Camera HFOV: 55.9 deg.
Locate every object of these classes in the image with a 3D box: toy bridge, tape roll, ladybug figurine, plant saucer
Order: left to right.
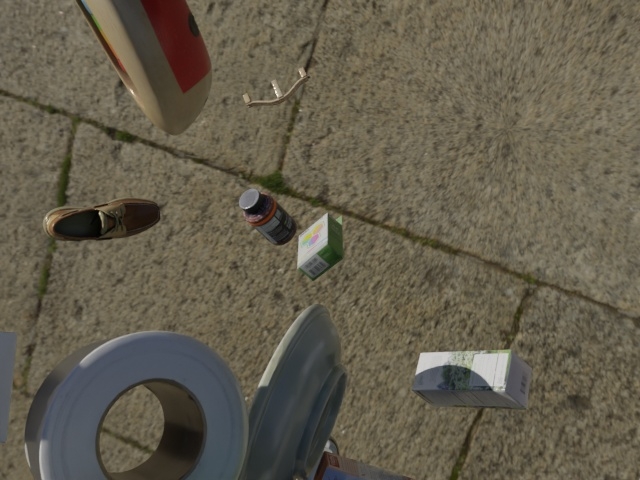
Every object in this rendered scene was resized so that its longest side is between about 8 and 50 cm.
[{"bbox_3d":[-0.234,0.241,0.766,0.169,0.246,0.246,-21,94,57],"label":"tape roll"},{"bbox_3d":[-0.334,-0.412,1.112,0.162,0.305,0.449,-33,129,-12],"label":"ladybug figurine"},{"bbox_3d":[-0.113,-0.403,1.629,0.188,0.026,0.063,-23,69,4],"label":"toy bridge"},{"bbox_3d":[-0.032,0.320,1.118,0.100,0.400,0.401,19,105,14],"label":"plant saucer"}]

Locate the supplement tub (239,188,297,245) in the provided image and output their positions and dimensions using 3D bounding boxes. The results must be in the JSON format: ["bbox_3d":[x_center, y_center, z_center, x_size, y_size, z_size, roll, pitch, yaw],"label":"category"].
[{"bbox_3d":[-0.159,-0.073,1.793,0.106,0.198,0.106,-16,53,23],"label":"supplement tub"}]

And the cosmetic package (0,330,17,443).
[{"bbox_3d":[-0.742,0.321,1.275,0.224,0.138,0.224,-29,59,50],"label":"cosmetic package"}]

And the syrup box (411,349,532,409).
[{"bbox_3d":[0.326,0.304,1.315,0.236,0.093,0.096,-14,136,45],"label":"syrup box"}]

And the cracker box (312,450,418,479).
[{"bbox_3d":[0.088,0.492,1.081,0.232,0.067,0.156,20,97,-7],"label":"cracker box"}]

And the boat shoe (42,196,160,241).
[{"bbox_3d":[-0.623,-0.050,1.744,0.120,0.324,0.123,18,116,59],"label":"boat shoe"}]

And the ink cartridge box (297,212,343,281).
[{"bbox_3d":[0.000,0.000,1.575,0.109,0.209,0.062,-39,115,23],"label":"ink cartridge box"}]

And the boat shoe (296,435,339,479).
[{"bbox_3d":[-0.022,0.681,1.714,0.113,0.103,0.302,17,119,4],"label":"boat shoe"}]
